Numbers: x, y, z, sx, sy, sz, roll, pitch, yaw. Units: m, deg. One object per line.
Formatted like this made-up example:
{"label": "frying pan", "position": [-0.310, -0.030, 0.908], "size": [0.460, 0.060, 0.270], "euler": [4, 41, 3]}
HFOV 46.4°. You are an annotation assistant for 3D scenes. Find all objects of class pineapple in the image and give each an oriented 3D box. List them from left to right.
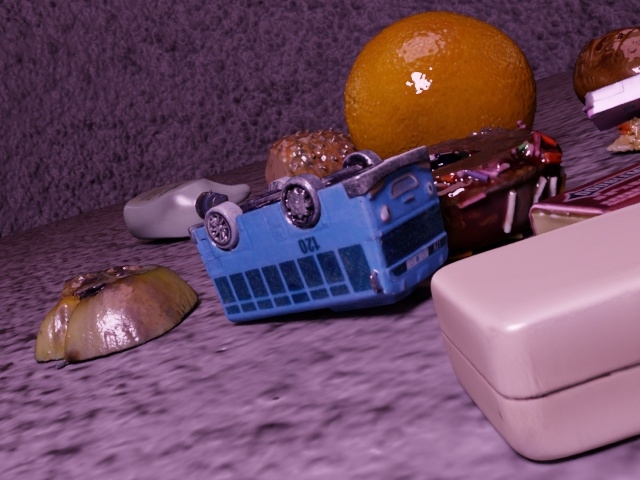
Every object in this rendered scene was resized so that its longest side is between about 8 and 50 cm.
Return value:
{"label": "pineapple", "position": [0.067, -0.136, 1.275], "size": [0.310, 0.141, 0.170], "euler": [-14, -19, -22]}

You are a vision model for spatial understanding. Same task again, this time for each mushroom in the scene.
{"label": "mushroom", "position": [0.548, -0.282, 1.244], "size": [0.253, 0.153, 0.253], "euler": [-6, 10, 1]}

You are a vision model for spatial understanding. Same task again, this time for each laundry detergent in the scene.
{"label": "laundry detergent", "position": [-0.250, -0.070, 1.485], "size": [0.215, 0.105, 0.280], "euler": [-23, 11, -38]}

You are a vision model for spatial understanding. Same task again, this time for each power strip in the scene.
{"label": "power strip", "position": [0.479, -0.208, 0.964], "size": [0.279, 0.037, 0.109], "euler": [-18, -13, 27]}

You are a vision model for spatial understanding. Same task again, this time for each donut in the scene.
{"label": "donut", "position": [0.139, -0.050, 0.822], "size": [0.270, 0.103, 0.269], "euler": [-18, 13, 4]}

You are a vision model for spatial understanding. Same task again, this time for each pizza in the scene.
{"label": "pizza", "position": [0.464, -0.155, 0.957], "size": [0.199, 0.062, 0.188], "euler": [-11, 10, 33]}

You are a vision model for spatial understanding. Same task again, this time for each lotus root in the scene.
{"label": "lotus root", "position": [-0.243, 0.071, 0.870], "size": [0.183, 0.078, 0.203], "euler": [-15, 13, 14]}

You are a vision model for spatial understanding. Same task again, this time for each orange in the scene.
{"label": "orange", "position": [0.172, -0.198, 1.084], "size": [0.274, 0.274, 0.274], "euler": [-16, 11, 3]}

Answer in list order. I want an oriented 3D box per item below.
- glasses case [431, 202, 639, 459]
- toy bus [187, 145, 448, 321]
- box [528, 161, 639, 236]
{"label": "glasses case", "position": [0.239, 0.015, 0.417], "size": [0.336, 0.076, 0.144], "euler": [-17, 10, -1]}
{"label": "toy bus", "position": [0.000, 0.000, 0.699], "size": [0.234, 0.133, 0.116], "euler": [-14, 9, 44]}
{"label": "box", "position": [0.296, -0.035, 0.603], "size": [0.224, 0.069, 0.120], "euler": [-21, 12, -12]}
